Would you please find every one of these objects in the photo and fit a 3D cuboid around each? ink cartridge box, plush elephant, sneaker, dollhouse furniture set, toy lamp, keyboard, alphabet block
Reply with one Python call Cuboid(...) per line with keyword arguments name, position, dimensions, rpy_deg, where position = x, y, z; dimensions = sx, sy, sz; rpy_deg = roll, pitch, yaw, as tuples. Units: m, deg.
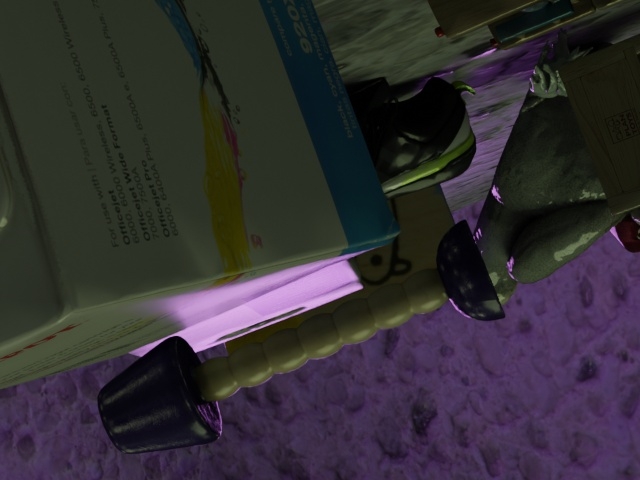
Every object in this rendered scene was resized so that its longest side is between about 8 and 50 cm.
Cuboid(name="ink cartridge box", position=(-0.115, -0.037, 0.600), dimensions=(0.171, 0.168, 0.233), rpy_deg=(-23, 175, 29))
Cuboid(name="plush elephant", position=(0.307, -0.063, 1.439), dimensions=(0.255, 0.272, 0.330), rpy_deg=(23, 161, 8))
Cuboid(name="sneaker", position=(0.030, -0.083, 1.338), dimensions=(0.235, 0.097, 0.084), rpy_deg=(-24, -144, -15))
Cuboid(name="ink cartridge box", position=(-0.068, 0.022, 1.030), dimensions=(0.176, 0.069, 0.371), rpy_deg=(-21, 170, 2))
Cuboid(name="dollhouse furniture set", position=(0.150, -0.106, 0.838), dimensions=(0.129, 0.183, 0.129), rpy_deg=(-21, 176, 21))
Cuboid(name="toy lamp", position=(-0.016, 0.071, 1.006), dimensions=(0.275, 0.080, 0.080), rpy_deg=(-21, 176, 6))
Cuboid(name="keyboard", position=(0.013, -0.053, 1.222), dimensions=(0.100, 0.038, 0.192), rpy_deg=(-22, -149, 47))
Cuboid(name="alphabet block", position=(0.000, 0.000, 1.493), dimensions=(0.197, 0.192, 0.193), rpy_deg=(-19, 174, -28))
